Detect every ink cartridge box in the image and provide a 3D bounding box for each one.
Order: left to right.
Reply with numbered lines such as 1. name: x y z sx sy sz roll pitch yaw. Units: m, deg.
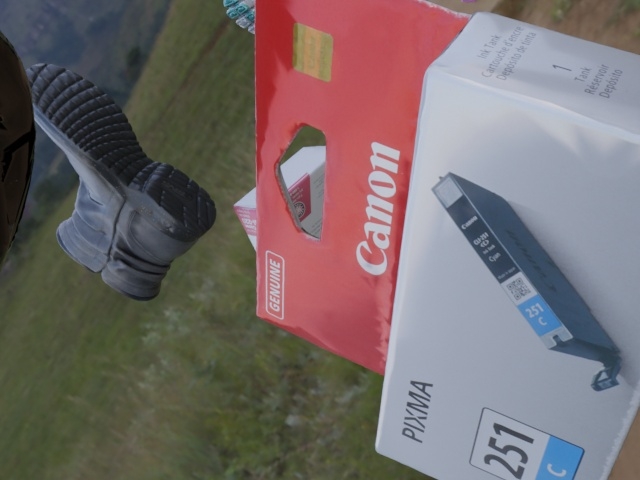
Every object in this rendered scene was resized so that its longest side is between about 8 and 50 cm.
1. ink cartridge box: 0.000 0.000 1.354 0.092 0.218 0.158 4 38 49
2. ink cartridge box: 0.060 0.014 0.541 0.066 0.261 0.296 -51 -25 -40

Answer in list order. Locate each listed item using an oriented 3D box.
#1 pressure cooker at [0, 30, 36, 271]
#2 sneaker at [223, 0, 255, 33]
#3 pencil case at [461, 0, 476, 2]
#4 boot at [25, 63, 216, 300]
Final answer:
1. pressure cooker: -0.463 -0.078 0.681 0.370 0.420 0.376 -49 -20 -61
2. sneaker: -0.030 -0.257 1.155 0.076 0.166 0.065 -58 20 -18
3. pencil case: 0.233 -0.436 1.376 0.095 0.098 0.209 10 57 31
4. boot: -0.328 -0.068 1.388 0.222 0.338 0.118 -42 3 40
